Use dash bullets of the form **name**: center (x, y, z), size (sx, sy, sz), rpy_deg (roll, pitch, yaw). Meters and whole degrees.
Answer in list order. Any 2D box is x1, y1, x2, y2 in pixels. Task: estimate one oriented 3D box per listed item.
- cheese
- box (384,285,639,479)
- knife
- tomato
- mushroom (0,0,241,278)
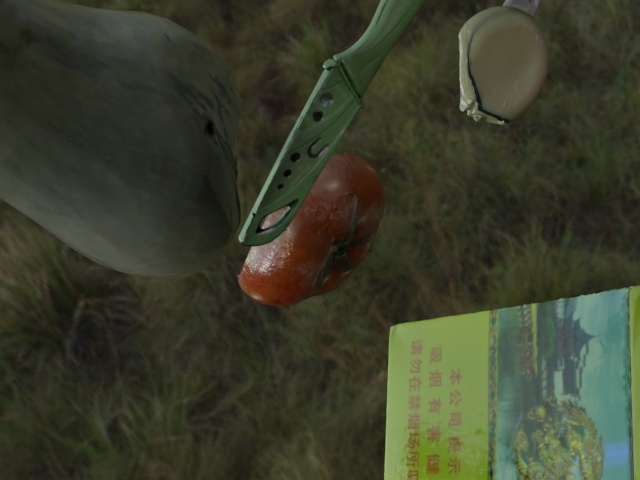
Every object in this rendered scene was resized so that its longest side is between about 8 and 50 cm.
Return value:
- **cheese**: center (0.176, -0.197, 0.994), size (0.092, 0.171, 0.047), rpy_deg (0, 13, -18)
- **box**: center (0.183, 0.140, 0.801), size (0.335, 0.047, 0.187), rpy_deg (-14, 66, 46)
- **knife**: center (0.023, -0.117, 0.696), size (0.293, 0.043, 0.020), rpy_deg (-59, 39, 14)
- **tomato**: center (0.000, 0.000, 1.364), size (0.236, 0.237, 0.095), rpy_deg (-42, 71, -18)
- **mushroom**: center (-0.143, -0.079, 0.536), size (0.122, 0.328, 0.159), rpy_deg (-30, 65, 16)
